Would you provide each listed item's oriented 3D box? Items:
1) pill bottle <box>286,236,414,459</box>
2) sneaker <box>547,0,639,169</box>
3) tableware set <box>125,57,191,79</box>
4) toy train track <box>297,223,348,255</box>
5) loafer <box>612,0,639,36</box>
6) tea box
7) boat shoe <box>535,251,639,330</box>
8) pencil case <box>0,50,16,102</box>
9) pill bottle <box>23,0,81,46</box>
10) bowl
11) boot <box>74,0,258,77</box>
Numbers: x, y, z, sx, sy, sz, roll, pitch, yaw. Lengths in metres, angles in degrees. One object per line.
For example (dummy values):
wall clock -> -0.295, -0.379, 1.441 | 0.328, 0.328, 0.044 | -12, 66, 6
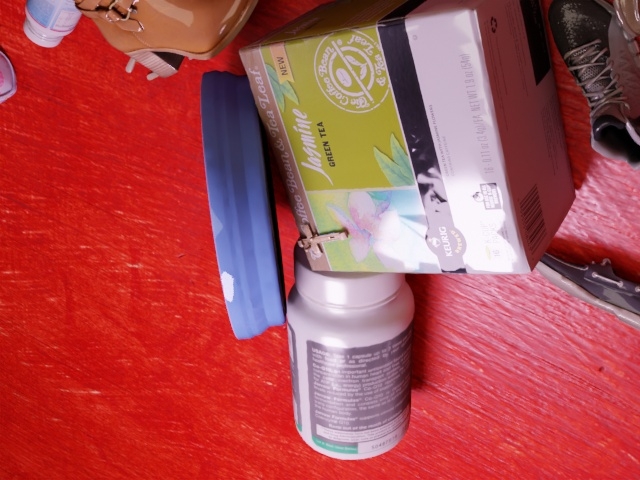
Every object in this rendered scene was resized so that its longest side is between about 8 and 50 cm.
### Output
pill bottle -> 0.050, 0.162, 1.286 | 0.204, 0.204, 0.360 | 15, 126, 25
sneaker -> 0.334, -0.183, 0.927 | 0.086, 0.132, 0.228 | -30, 100, 41
tableware set -> -0.258, -0.340, 1.272 | 0.194, 0.039, 0.128 | -14, 110, 38
toy train track -> 0.000, 0.000, 1.050 | 0.083, 0.014, 0.048 | -10, 114, 39
loafer -> 0.357, -0.302, 0.886 | 0.050, 0.056, 0.148 | 2, 120, 39
tea box -> 0.122, -0.147, 1.027 | 0.324, 0.220, 0.328 | -1, 119, 36
boat shoe -> 0.395, 0.060, 1.109 | 0.206, 0.075, 0.065 | 30, 88, 20
pencil case -> -0.712, -0.289, 1.547 | 0.273, 0.113, 0.124 | -15, 132, 37
pill bottle -> -0.438, -0.399, 1.318 | 0.087, 0.087, 0.160 | 48, 132, -2
bowl -> -0.106, -0.054, 1.156 | 0.077, 0.391, 0.391 | -7, 120, -1
boot -> -0.234, -0.358, 1.125 | 0.284, 0.109, 0.220 | -10, 142, 46
